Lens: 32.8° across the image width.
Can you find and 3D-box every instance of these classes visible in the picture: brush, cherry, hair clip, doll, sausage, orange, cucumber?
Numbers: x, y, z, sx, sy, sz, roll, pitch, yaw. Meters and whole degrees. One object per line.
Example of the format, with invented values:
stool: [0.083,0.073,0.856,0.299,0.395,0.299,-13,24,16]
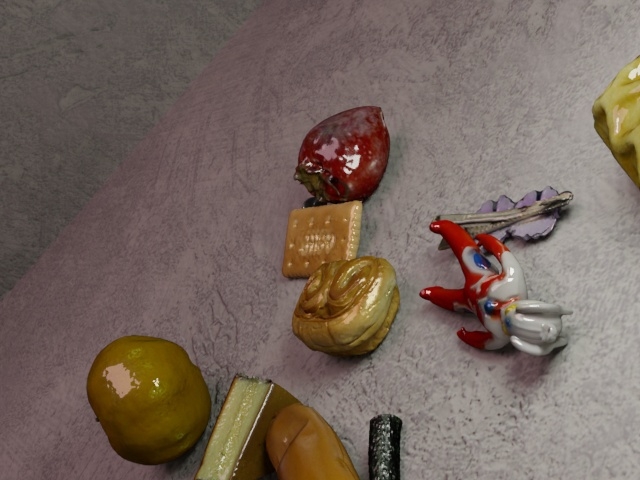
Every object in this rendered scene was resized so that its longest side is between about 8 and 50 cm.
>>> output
brush: [0.042,-0.147,2.457,0.266,0.062,0.027,-55,21,-16]
cherry: [0.062,-0.189,2.338,0.192,0.175,0.250,15,68,50]
hair clip: [0.319,-0.039,1.888,0.292,0.084,0.106,-14,40,42]
doll: [0.273,0.090,1.755,0.384,0.099,0.188,-148,60,-62]
sausage: [-0.012,0.386,1.842,0.134,0.116,0.354,-61,23,13]
orange: [-0.355,0.329,2.264,0.235,0.279,0.279,-25,26,-11]
cucumber: [0.106,0.377,1.743,0.058,0.052,0.215,-11,43,12]

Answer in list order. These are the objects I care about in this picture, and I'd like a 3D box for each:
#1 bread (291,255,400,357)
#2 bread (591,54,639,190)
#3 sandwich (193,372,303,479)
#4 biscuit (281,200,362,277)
bread: [0.050,0.124,2.045,0.236,0.120,0.198,-6,51,54]
bread: [0.538,-0.161,1.570,0.252,0.238,0.196,-120,36,-54]
sandwich: [-0.135,0.375,2.025,0.122,0.128,0.236,-9,47,44]
biscuit: [-0.001,0.000,2.307,0.249,0.030,0.160,-4,76,54]
